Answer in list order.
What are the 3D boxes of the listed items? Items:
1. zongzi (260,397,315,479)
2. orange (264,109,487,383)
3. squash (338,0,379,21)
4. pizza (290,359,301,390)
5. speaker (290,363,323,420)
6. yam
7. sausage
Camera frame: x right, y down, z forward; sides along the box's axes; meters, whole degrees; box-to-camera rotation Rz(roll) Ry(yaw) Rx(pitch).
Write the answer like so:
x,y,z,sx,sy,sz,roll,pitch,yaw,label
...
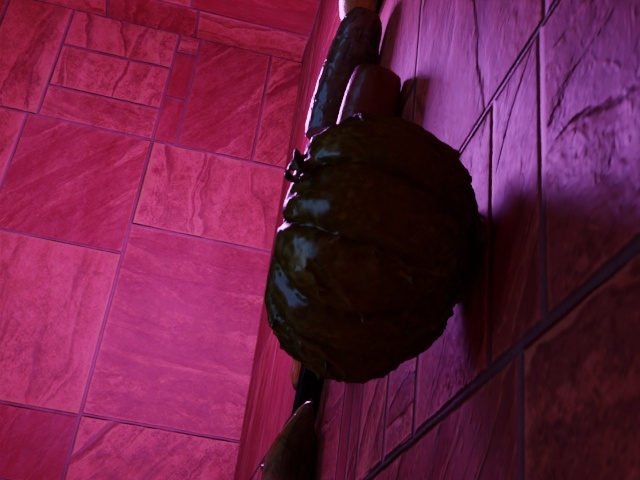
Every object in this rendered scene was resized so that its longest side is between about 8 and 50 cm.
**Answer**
x,y,z,sx,sy,sz,roll,pitch,yaw,label
-0.051,0.424,1.625,0.194,0.099,0.197,-96,26,-67,zongzi
0.058,0.018,0.935,0.300,0.223,0.301,-53,-21,-70,orange
0.106,-0.595,2.063,0.137,0.137,0.287,-87,-3,-48,squash
-0.033,0.236,1.982,0.181,0.034,0.262,111,168,-48,pizza
-0.020,0.281,1.772,0.082,0.044,0.218,-161,82,-83,speaker
0.061,-0.359,1.910,0.133,0.133,0.330,-127,53,-80,yam
0.076,-0.184,1.548,0.113,0.114,0.259,170,113,-82,sausage
